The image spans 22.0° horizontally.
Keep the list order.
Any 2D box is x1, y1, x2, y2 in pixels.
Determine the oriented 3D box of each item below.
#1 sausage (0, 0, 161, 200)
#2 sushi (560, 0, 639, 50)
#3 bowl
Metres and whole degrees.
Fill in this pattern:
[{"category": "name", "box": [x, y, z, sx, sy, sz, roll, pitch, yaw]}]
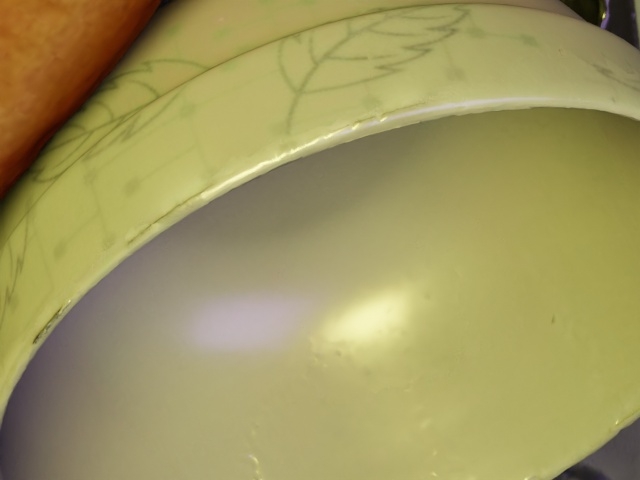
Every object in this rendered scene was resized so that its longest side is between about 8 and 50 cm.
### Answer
[{"category": "sausage", "box": [-0.139, -0.034, 0.512, 0.089, 0.083, 0.300, 29, 110, -35]}, {"category": "sushi", "box": [0.077, -0.170, 0.756, 0.292, 0.059, 0.294, 6, 98, -36]}, {"category": "bowl", "box": [0.000, 0.000, 0.624, 0.286, 0.144, 0.287, -15, 143, -12]}]
